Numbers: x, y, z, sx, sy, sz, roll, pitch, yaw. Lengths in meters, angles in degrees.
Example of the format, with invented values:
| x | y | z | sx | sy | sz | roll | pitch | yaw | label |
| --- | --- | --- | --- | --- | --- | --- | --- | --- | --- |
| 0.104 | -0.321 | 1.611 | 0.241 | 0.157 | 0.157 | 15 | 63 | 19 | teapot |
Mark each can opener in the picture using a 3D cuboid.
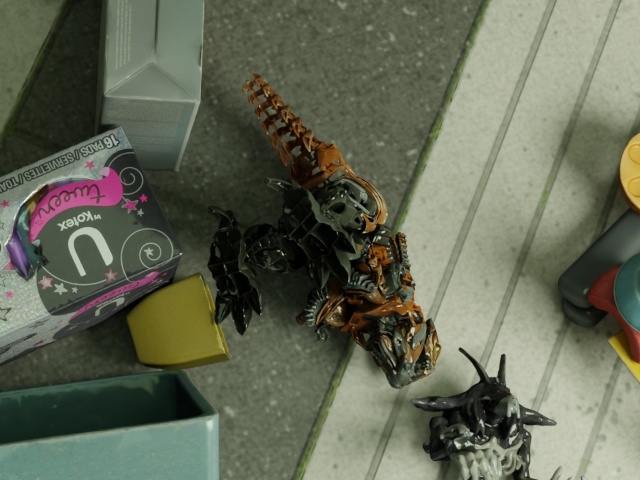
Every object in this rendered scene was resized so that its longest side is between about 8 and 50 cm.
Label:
| x | y | z | sx | sy | sz | roll | pitch | yaw | label |
| --- | --- | --- | --- | --- | --- | --- | --- | --- | --- |
| 0.337 | -0.035 | 1.653 | 0.283 | 0.076 | 0.095 | -42 | 55 | -16 | can opener |

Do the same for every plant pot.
| x | y | z | sx | sy | sz | roll | pitch | yaw | label |
| --- | --- | --- | --- | --- | --- | --- | --- | --- | --- |
| -0.213 | 0.269 | 1.394 | 0.247 | 0.248 | 0.252 | -8 | 96 | -11 | plant pot |
| -0.140 | 0.086 | 1.526 | 0.083 | 0.081 | 0.081 | -18 | 81 | -3 | plant pot |

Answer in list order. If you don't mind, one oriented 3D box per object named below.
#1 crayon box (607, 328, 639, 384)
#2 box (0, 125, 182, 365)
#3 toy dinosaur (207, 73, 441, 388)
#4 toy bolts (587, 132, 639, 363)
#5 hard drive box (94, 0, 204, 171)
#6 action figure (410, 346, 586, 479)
| x | y | z | sx | sy | sz | roll | pitch | yaw | label |
| --- | --- | --- | --- | --- | --- | --- | --- | --- | --- |
| 0.459 | 0.097 | 1.624 | 0.323 | 0.083 | 0.203 | -34 | 85 | -16 | crayon box |
| -0.270 | 0.021 | 1.472 | 0.247 | 0.163 | 0.142 | -25 | 82 | -14 | box |
| 0.000 | 0.000 | 1.535 | 0.322 | 0.164 | 0.218 | 46 | 30 | 15 | toy dinosaur |
| 0.358 | -0.011 | 1.510 | 0.228 | 0.158 | 0.218 | -39 | 81 | -16 | toy bolts |
| -0.165 | -0.183 | 1.503 | 0.089 | 0.232 | 0.181 | 4 | 77 | -10 | hard drive box |
| 0.170 | 0.235 | 1.511 | 0.164 | 0.141 | 0.275 | 11 | 75 | -26 | action figure |
